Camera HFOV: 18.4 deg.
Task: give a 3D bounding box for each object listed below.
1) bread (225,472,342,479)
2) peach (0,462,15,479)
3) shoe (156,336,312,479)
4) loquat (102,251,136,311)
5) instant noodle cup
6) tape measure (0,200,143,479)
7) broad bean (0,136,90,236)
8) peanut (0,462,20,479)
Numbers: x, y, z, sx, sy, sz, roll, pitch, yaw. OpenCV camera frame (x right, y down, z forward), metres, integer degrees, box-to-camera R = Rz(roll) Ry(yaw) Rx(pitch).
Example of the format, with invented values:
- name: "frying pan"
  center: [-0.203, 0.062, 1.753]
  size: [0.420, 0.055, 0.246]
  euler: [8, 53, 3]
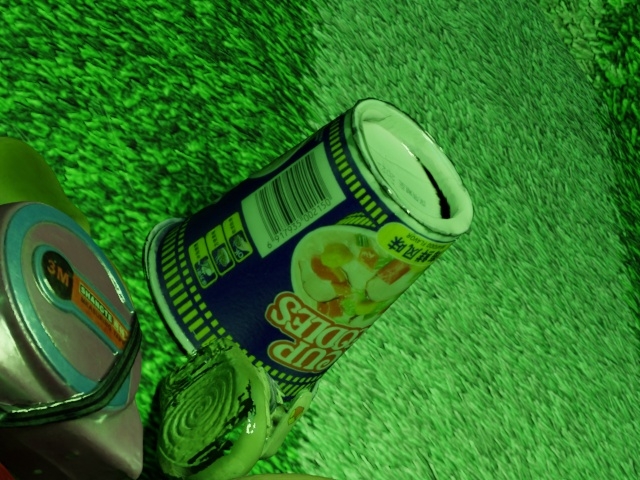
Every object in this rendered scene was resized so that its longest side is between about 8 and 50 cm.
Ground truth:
- name: "bread"
  center: [0.027, 0.395, 1.917]
  size: [0.376, 0.253, 0.348]
  euler: [27, 32, -39]
- name: "peach"
  center: [-0.336, 0.275, 1.574]
  size: [0.243, 0.243, 0.199]
  euler: [45, 10, -10]
- name: "shoe"
  center: [-0.092, 0.185, 2.077]
  size: [0.128, 0.140, 0.262]
  euler: [33, 10, -21]
- name: "loquat"
  center: [-0.261, 0.105, 1.931]
  size: [0.179, 0.179, 0.227]
  euler: [20, 48, -43]
- name: "instant noodle cup"
  center: [0.000, 0.000, 2.282]
  size: [0.284, 0.312, 0.284]
  euler: [36, 31, -25]
- name: "tape measure"
  center: [-0.260, 0.095, 1.714]
  size: [0.231, 0.149, 0.245]
  euler: [46, 28, -37]
- name: "broad bean"
  center: [-0.319, -0.033, 2.119]
  size: [0.174, 0.082, 0.124]
  euler: [48, 26, 17]
- name: "peanut"
  center: [-0.383, 0.142, 1.751]
  size: [0.319, 0.147, 0.147]
  euler: [53, 28, -1]
